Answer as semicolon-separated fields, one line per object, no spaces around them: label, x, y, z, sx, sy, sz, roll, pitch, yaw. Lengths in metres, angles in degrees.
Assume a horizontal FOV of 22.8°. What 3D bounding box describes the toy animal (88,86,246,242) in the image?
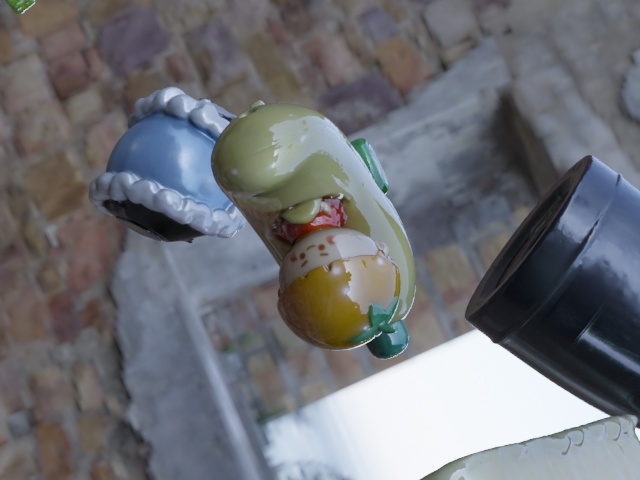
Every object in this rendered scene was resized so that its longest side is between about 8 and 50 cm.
toy animal;-0.188;-0.099;2.036;0.208;0.204;0.156;12;-21;37

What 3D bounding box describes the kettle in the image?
kettle;0.360;0.078;1.751;0.324;0.228;0.321;37;24;-1

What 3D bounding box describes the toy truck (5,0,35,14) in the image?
toy truck;-0.284;-0.362;1.646;0.148;0.187;0.211;-172;-122;-83

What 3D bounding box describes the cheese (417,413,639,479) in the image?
cheese;0.160;0.257;1.426;0.384;0.384;0.104;72;-6;-76

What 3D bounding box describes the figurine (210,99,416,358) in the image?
figurine;0.000;0.000;1.378;0.324;0.124;0.222;49;21;-62
